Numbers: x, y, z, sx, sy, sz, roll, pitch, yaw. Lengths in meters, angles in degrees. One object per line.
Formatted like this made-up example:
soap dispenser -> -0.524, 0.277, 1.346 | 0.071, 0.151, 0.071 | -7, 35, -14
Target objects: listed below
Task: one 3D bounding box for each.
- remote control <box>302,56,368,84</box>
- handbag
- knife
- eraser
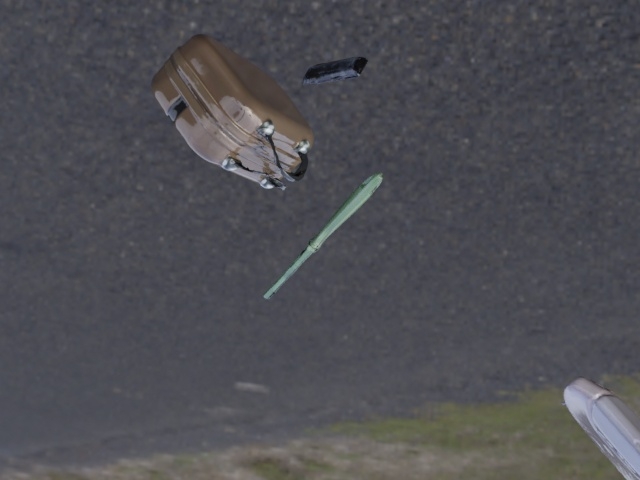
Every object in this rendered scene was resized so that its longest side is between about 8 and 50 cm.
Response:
remote control -> 0.017, -0.227, 1.415 | 0.096, 0.039, 0.014 | -2, 137, 39
handbag -> -0.131, -0.201, 1.862 | 0.149, 0.283, 0.302 | -43, 156, 11
knife -> -0.002, -0.001, 1.393 | 0.020, 0.043, 0.293 | 40, 134, -4
eraser -> 0.385, 0.253, 1.338 | 0.204, 0.059, 0.243 | 49, -179, 13
